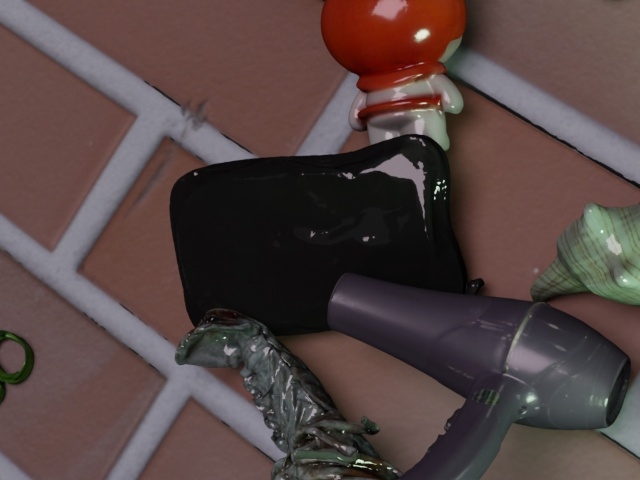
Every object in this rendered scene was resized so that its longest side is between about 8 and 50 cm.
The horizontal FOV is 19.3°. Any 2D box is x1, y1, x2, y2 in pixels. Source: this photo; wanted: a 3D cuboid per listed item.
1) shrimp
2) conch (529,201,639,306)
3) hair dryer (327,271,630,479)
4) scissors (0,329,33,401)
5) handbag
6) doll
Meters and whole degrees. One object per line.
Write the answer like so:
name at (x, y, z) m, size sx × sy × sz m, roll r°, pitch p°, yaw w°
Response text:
shrimp at (-0.005, 0.231, 1.882) m, size 0.410 × 0.166 × 0.221 m, roll 64°, pitch 142°, yaw 34°
conch at (0.300, 0.014, 1.788) m, size 0.234 × 0.137 × 0.114 m, roll -25°, pitch 50°, yaw 13°
hair dryer at (0.096, 0.163, 1.751) m, size 0.301 × 0.361 × 0.121 m, roll 17°, pitch 127°, yaw 21°
scissors at (-0.414, 0.101, 2.193) m, size 0.101 × 0.027 × 0.204 m, roll -43°, pitch 64°, yaw 8°
handbag at (0.003, -0.001, 1.964) m, size 0.332 × 0.075 × 0.191 m, roll -8°, pitch 94°, yaw 23°
doll at (0.077, -0.232, 1.966) m, size 0.161 × 0.130 × 0.290 m, roll -8°, pitch 88°, yaw 36°
